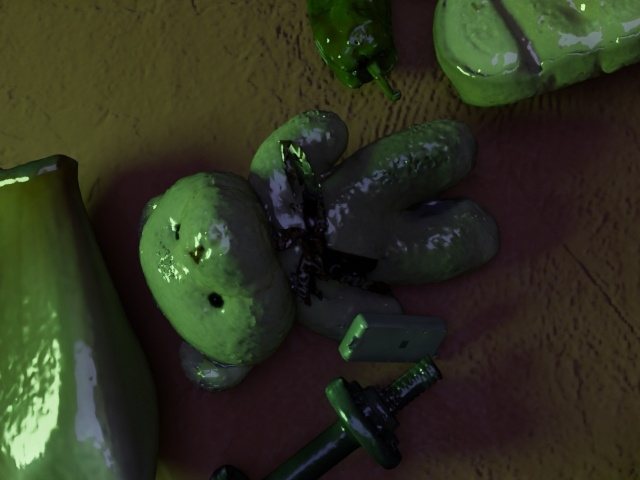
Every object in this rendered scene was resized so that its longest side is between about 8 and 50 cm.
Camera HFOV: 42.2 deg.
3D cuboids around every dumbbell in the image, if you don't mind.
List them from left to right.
[{"bbox_3d":[-0.011,0.173,0.633,0.254,0.081,0.081,-38,79,2],"label":"dumbbell"}]

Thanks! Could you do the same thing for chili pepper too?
[{"bbox_3d":[0.025,-0.180,0.683,0.072,0.073,0.204,-20,68,23],"label":"chili pepper"}]

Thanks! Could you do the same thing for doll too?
[{"bbox_3d":[-0.001,-0.004,0.629,0.278,0.149,0.175,-20,73,-2],"label":"doll"}]

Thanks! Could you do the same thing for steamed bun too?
[{"bbox_3d":[0.183,-0.191,0.646,0.212,0.110,0.231,-37,62,8],"label":"steamed bun"}]

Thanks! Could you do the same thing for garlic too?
[{"bbox_3d":[-0.208,0.084,0.658,0.143,0.112,0.318,-22,80,27],"label":"garlic"}]

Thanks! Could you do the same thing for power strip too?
[{"bbox_3d":[0.057,0.076,0.639,0.040,0.090,0.016,-64,36,30],"label":"power strip"}]
